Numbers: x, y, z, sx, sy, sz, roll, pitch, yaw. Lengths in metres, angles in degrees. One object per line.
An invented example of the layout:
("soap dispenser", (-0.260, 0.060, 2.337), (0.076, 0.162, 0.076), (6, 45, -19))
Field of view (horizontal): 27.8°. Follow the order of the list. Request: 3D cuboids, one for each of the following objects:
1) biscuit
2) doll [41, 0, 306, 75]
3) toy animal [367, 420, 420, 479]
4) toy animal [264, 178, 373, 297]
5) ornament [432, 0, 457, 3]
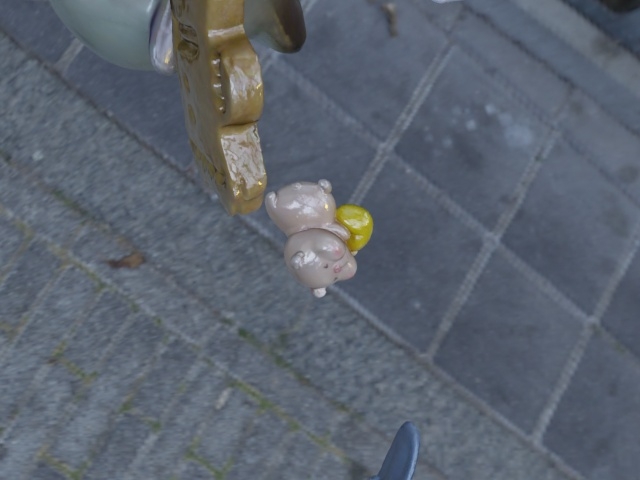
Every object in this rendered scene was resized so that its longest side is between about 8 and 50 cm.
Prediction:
("biscuit", (-0.057, -0.103, 0.642), (0.027, 0.133, 0.184), (-11, 123, -13))
("doll", (-0.195, -0.278, 1.065), (0.215, 0.370, 0.226), (-16, 125, -57))
("toy animal", (-0.015, 0.218, 0.757), (0.176, 0.255, 0.239), (42, 43, -10))
("toy animal", (0.000, 0.000, 1.214), (0.082, 0.091, 0.114), (-76, 150, -42))
("ornament", (0.064, -0.314, 0.825), (0.240, 0.240, 0.239), (30, 24, 16))
